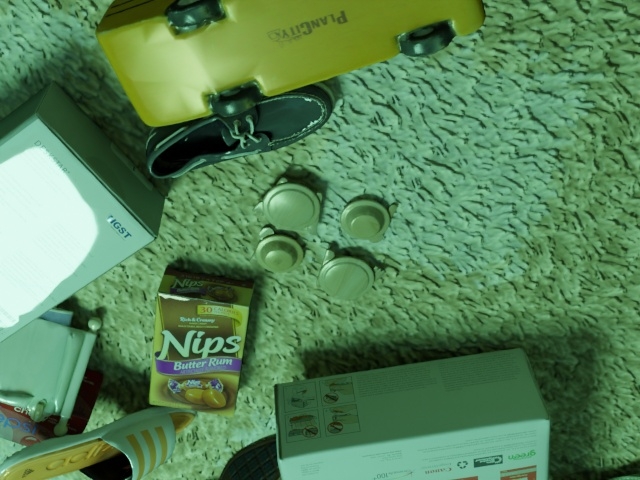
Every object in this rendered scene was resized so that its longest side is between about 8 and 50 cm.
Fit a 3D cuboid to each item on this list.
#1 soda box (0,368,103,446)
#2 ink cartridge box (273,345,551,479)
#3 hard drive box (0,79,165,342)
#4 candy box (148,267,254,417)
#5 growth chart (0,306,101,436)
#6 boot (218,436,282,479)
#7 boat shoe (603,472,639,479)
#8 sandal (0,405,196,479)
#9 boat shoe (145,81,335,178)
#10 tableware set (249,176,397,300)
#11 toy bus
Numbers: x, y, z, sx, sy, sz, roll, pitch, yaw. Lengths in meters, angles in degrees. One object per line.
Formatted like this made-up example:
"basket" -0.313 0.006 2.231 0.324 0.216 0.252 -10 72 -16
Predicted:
"soda box" -0.415 0.177 1.189 0.263 0.083 0.092 23 125 -13
"ink cartridge box" 0.115 0.292 1.181 0.310 0.130 0.271 -8 125 0
"hard drive box" -0.314 -0.025 1.016 0.232 0.089 0.181 -31 118 16
"candy box" -0.146 0.126 1.153 0.109 0.053 0.186 9 125 -2
"growth chart" -0.381 0.112 1.126 0.237 0.021 0.171 24 84 -12
"boot" -0.087 0.350 1.315 0.219 0.082 0.106 -44 139 18
"boat shoe" 0.328 0.378 1.269 0.302 0.109 0.094 -33 115 27
"sandal" -0.265 0.276 1.175 0.265 0.076 0.102 -12 150 -38
"boat shoe" -0.083 -0.106 0.972 0.206 0.065 0.075 -14 123 13
"tableware set" 0.000 0.000 1.072 0.169 0.020 0.141 16 127 -9
"toy bus" -0.028 -0.205 0.857 0.333 0.130 0.108 -15 122 15
